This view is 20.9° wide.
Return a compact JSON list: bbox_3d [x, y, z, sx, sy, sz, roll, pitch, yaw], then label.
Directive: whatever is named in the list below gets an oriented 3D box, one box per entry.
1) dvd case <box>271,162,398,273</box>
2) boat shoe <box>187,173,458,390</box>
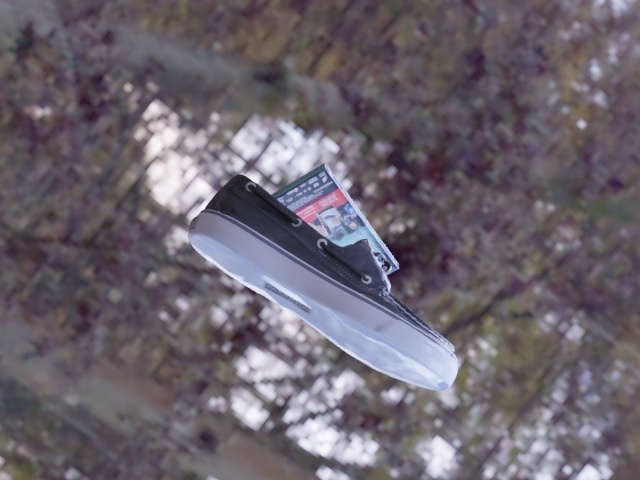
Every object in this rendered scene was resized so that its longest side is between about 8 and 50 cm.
[{"bbox_3d":[0.000,0.000,1.491,0.087,0.119,0.013,-31,-155,14],"label":"dvd case"},{"bbox_3d":[0.013,0.027,1.302,0.076,0.228,0.080,-58,176,-20],"label":"boat shoe"}]
